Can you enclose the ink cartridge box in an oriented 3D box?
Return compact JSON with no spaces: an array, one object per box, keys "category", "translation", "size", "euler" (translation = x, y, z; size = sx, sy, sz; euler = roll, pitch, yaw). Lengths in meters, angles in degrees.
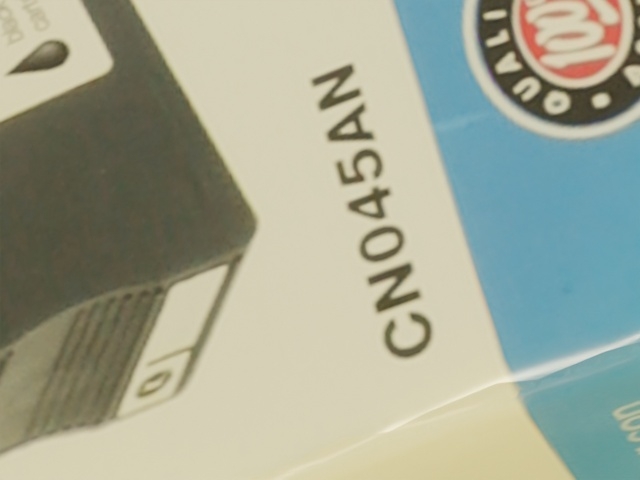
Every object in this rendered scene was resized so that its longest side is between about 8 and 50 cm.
[{"category":"ink cartridge box","translation":[-0.069,-0.025,0.458],"size":[0.166,0.395,0.285],"euler":[48,-157,-59]}]
